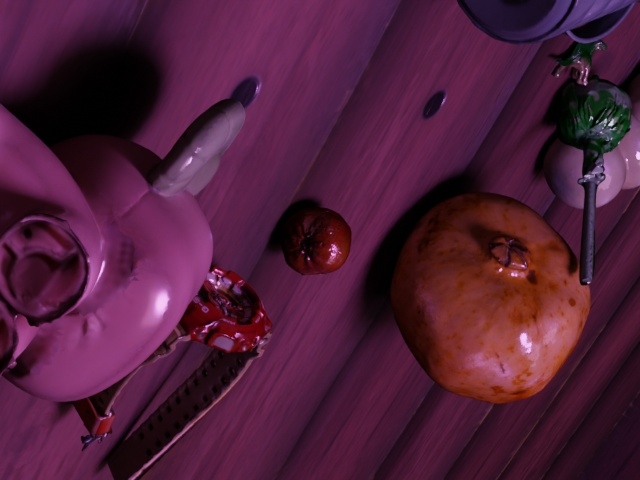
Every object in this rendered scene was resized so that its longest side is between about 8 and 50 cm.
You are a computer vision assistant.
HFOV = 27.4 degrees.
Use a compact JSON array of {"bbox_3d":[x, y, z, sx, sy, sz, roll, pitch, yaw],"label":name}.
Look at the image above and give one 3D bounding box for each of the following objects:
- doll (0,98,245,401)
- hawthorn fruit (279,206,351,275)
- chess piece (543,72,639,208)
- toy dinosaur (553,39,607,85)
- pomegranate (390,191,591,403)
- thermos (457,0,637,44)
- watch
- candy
[{"bbox_3d":[-0.181,-0.009,0.904,0.284,0.216,0.268,-38,-177,14],"label":"doll"},{"bbox_3d":[-0.002,-0.001,1.305,0.077,0.077,0.077,-38,153,-24],"label":"hawthorn fruit"},{"bbox_3d":[0.403,-0.128,1.722,0.251,0.144,0.144,-31,150,-25],"label":"chess piece"},{"bbox_3d":[0.304,-0.219,1.562,0.120,0.029,0.060,-2,114,-53],"label":"toy dinosaur"},{"bbox_3d":[0.194,0.064,1.519,0.248,0.248,0.248,-38,153,-24],"label":"pomegranate"},{"bbox_3d":[0.255,-0.269,1.252,0.286,0.145,0.182,-24,134,-43],"label":"thermos"},{"bbox_3d":[-0.158,0.138,1.236,0.268,0.102,0.165,-48,150,18],"label":"watch"},{"bbox_3d":[0.319,-0.070,1.540,0.097,0.097,0.323,97,3,-50],"label":"candy"}]
